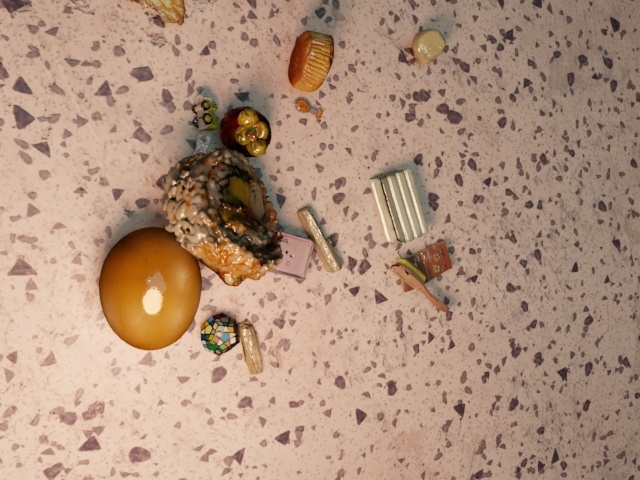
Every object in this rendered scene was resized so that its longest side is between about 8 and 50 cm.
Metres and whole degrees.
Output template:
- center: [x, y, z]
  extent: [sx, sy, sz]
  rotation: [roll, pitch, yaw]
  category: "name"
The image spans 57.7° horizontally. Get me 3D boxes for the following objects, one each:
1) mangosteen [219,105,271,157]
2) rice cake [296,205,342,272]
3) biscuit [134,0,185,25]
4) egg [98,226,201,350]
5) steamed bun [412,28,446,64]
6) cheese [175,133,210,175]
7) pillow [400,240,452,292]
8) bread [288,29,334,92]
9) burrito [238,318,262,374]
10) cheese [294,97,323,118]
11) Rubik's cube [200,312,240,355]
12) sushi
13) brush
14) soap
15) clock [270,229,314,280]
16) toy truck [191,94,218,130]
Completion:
- center: [-0.228, -0.337, 1.814]
  extent: [0.166, 0.180, 0.166]
  rotation: [-6, 105, -23]
  category: "mangosteen"
- center: [0.000, 0.000, 1.997]
  extent: [0.057, 0.052, 0.256]
  rotation: [-43, 110, -48]
  category: "rice cake"
- center: [-0.489, -0.728, 1.755]
  extent: [0.183, 0.061, 0.118]
  rotation: [24, 80, -25]
  category: "biscuit"
- center: [-0.480, 0.137, 1.654]
  extent: [0.283, 0.282, 0.351]
  rotation: [-4, 96, -24]
  category: "egg"
- center: [0.390, -0.715, 2.135]
  extent: [0.112, 0.091, 0.130]
  rotation: [45, 76, -15]
  category: "steamed bun"
- center: [-0.387, -0.221, 1.810]
  extent: [0.137, 0.064, 0.227]
  rotation: [15, 84, -25]
  category: "cheese"
- center: [0.390, 0.097, 2.178]
  extent: [0.232, 0.043, 0.126]
  rotation: [-25, 102, -21]
  category: "pillow"
- center: [-0.038, -0.583, 1.887]
  extent: [0.104, 0.199, 0.199]
  rotation: [9, 87, -21]
  category: "bread"
- center: [-0.231, 0.351, 1.902]
  extent: [0.058, 0.045, 0.188]
  rotation: [-15, 95, -49]
  category: "burrito"
- center: [-0.042, -0.451, 1.986]
  extent: [0.111, 0.017, 0.047]
  rotation: [19, 86, -24]
  category: "cheese"
- center: [-0.315, 0.294, 1.826]
  extent: [0.133, 0.112, 0.133]
  rotation: [0, 90, -23]
  category: "Rubik's cube"
- center: [-0.267, -0.082, 1.689]
  extent: [0.417, 0.176, 0.417]
  rotation: [37, 41, -41]
  category: "sushi"
- center: [0.379, 0.161, 2.129]
  extent: [0.313, 0.072, 0.067]
  rotation: [41, 67, -24]
  category: "brush"
- center: [0.280, -0.126, 2.102]
  extent: [0.150, 0.094, 0.261]
  rotation: [-21, 98, -28]
  category: "soap"
- center: [-0.130, 0.045, 1.925]
  extent: [0.193, 0.073, 0.144]
  rotation: [17, 84, -23]
  category: "clock"
- center: [-0.353, -0.400, 1.820]
  extent: [0.077, 0.076, 0.111]
  rotation: [-4, 91, -41]
  category: "toy truck"
